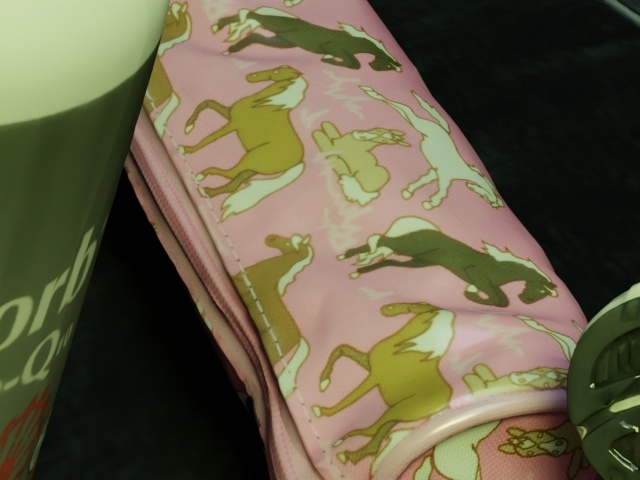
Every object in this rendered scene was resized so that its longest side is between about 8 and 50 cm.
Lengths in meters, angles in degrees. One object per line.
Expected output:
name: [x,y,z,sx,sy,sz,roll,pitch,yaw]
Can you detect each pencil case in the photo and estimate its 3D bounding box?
pencil case: [0.000,0.000,0.815,0.167,0.160,0.386,-28,50,-4]

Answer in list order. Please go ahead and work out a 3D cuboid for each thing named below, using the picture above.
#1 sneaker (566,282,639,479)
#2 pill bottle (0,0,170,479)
sneaker: [0.226,0.058,0.631,0.271,0.100,0.108,13,13,12]
pill bottle: [-0.169,-0.049,0.611,0.210,0.363,0.210,13,36,-10]
